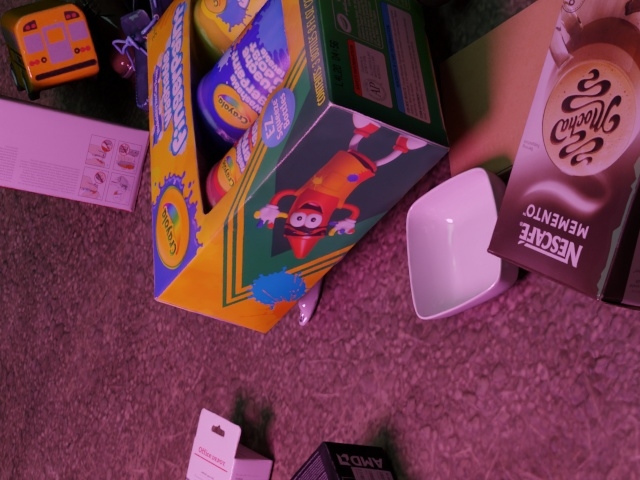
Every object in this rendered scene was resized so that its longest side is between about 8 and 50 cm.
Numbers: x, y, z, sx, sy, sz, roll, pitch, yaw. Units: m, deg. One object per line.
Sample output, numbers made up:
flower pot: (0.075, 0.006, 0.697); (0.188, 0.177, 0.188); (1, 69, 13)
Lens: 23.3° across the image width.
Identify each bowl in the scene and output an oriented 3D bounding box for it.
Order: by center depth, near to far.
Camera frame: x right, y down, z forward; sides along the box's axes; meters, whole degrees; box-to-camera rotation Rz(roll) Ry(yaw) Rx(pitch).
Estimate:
bowl: (0.155, 0.007, 1.624); (0.142, 0.053, 0.142); (-31, 57, 48)

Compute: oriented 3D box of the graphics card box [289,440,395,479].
graphics card box: (0.032, 0.428, 1.647); (0.233, 0.094, 0.371); (-54, 43, 32)

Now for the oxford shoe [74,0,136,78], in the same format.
oxford shoe: (-0.332, -0.334, 2.373); (0.083, 0.096, 0.227); (-51, 45, 31)

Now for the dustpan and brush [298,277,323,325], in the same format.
dustpan and brush: (0.000, 0.000, 1.854); (0.211, 0.060, 0.147); (-66, 30, 7)

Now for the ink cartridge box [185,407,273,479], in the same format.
ink cartridge box: (-0.118, 0.308, 1.921); (0.104, 0.060, 0.180); (17, 95, 56)

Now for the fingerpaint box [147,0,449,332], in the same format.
fingerpaint box: (-0.049, -0.182, 1.813); (0.371, 0.163, 0.445); (-45, 37, 39)

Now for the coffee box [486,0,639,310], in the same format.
coffee box: (0.283, -0.098, 1.412); (0.168, 0.118, 0.297); (25, 102, 54)

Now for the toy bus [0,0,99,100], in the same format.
toy bus: (-0.420, -0.296, 2.375); (0.332, 0.108, 0.130); (-148, 41, -71)

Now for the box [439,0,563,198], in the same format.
box: (0.203, -0.153, 1.628); (0.201, 0.021, 0.164); (-30, 57, 48)

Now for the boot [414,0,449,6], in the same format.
boot: (0.196, -0.310, 1.619); (0.248, 0.090, 0.207); (-56, 39, 24)

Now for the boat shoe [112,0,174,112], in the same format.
boat shoe: (-0.258, -0.312, 2.264); (0.109, 0.089, 0.258); (-22, 64, 51)

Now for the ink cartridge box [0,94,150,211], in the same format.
ink cartridge box: (-0.456, -0.147, 2.309); (0.272, 0.309, 0.130); (18, 95, 56)
